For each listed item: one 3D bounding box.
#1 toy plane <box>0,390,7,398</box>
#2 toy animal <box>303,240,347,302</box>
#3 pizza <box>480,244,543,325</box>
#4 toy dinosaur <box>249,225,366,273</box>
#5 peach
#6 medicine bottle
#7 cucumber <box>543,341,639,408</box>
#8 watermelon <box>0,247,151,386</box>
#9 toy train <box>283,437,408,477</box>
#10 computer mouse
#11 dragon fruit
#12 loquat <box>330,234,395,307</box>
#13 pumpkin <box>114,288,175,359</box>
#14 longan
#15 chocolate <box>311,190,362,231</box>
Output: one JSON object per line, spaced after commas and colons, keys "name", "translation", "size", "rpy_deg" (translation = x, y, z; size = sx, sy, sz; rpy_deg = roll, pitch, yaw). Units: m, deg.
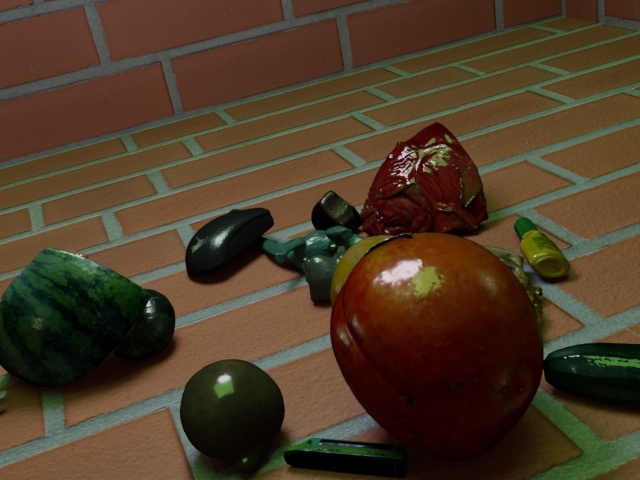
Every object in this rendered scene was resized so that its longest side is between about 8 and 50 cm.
{"name": "toy plane", "translation": [-0.790, 0.360, 1.576], "size": [0.212, 0.088, 0.267], "rpy_deg": [2, 29, 25]}
{"name": "toy animal", "translation": [0.076, 0.068, 1.817], "size": [0.236, 0.138, 0.108], "rpy_deg": [-4, 0, -7]}
{"name": "pizza", "translation": [0.381, 0.097, 1.636], "size": [0.189, 0.071, 0.297], "rpy_deg": [16, 31, -7]}
{"name": "toy dinosaur", "translation": [0.000, 0.000, 2.018], "size": [0.383, 0.129, 0.331], "rpy_deg": [-12, 17, -6]}
{"name": "peach", "translation": [0.187, 0.172, 1.280], "size": [0.370, 0.370, 0.370], "rpy_deg": [-9, 26, 4]}
{"name": "medicine bottle", "translation": [0.503, 0.009, 1.820], "size": [0.095, 0.064, 0.260], "rpy_deg": [14, 22, -6]}
{"name": "cucumber", "translation": [0.500, 0.226, 1.334], "size": [0.243, 0.063, 0.115], "rpy_deg": [-4, 67, 27]}
{"name": "watermelon", "translation": [-0.578, 0.152, 1.646], "size": [0.319, 0.222, 0.292], "rpy_deg": [17, 66, 42]}
{"name": "toy train", "translation": [0.042, 0.359, 1.311], "size": [0.209, 0.044, 0.042], "rpy_deg": [0, 28, 20]}
{"name": "computer mouse", "translation": [-0.258, -0.012, 2.066], "size": [0.170, 0.100, 0.269], "rpy_deg": [-9, 24, 45]}
{"name": "dragon fruit", "translation": [0.267, -0.094, 2.059], "size": [0.330, 0.240, 0.302], "rpy_deg": [-33, 56, 2]}
{"name": "loquat", "translation": [0.132, 0.109, 1.584], "size": [0.243, 0.244, 0.244], "rpy_deg": [-9, 26, 4]}
{"name": "pumpkin", "translation": [-0.403, 0.186, 1.734], "size": [0.167, 0.167, 0.125], "rpy_deg": [-3, -17, 16]}
{"name": "longan", "translation": [-0.151, 0.309, 1.373], "size": [0.184, 0.159, 0.204], "rpy_deg": [-10, 61, -19]}
{"name": "chocolate", "translation": [0.034, -0.063, 2.105], "size": [0.148, 0.125, 0.080], "rpy_deg": [19, 55, 39]}
